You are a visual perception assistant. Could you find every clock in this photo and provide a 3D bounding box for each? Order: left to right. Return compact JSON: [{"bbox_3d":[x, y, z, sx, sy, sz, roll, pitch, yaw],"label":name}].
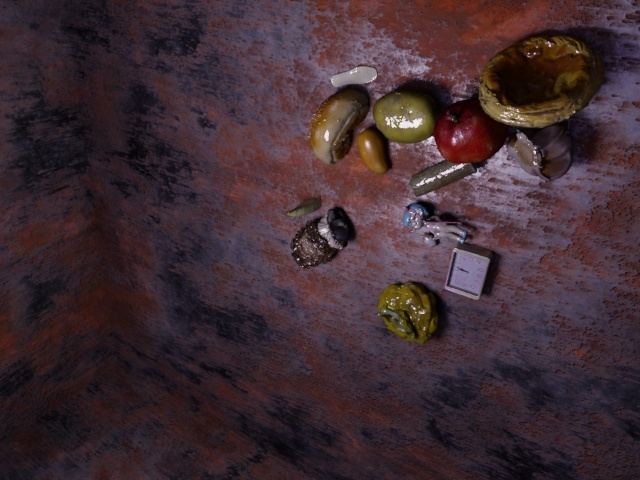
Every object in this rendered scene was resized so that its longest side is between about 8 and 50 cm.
[{"bbox_3d":[0.564,0.115,1.910,0.147,0.071,0.191,19,122,24],"label":"clock"}]

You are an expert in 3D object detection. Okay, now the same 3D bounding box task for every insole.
[{"bbox_3d":[0.125,-0.613,1.873,0.192,0.010,0.063,-2,112,32],"label":"insole"}]

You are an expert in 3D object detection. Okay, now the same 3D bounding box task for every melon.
[{"bbox_3d":[-0.076,-0.137,2.125,0.098,0.182,0.054,4,114,26],"label":"melon"}]

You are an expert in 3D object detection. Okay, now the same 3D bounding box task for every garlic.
[{"bbox_3d":[0.688,-0.319,1.544,0.207,0.207,0.256,21,118,22],"label":"garlic"}]

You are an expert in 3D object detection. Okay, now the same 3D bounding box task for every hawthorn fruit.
[{"bbox_3d":[0.463,-0.353,1.591,0.230,0.266,0.210,17,95,35],"label":"hawthorn fruit"}]

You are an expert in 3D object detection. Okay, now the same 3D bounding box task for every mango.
[{"bbox_3d":[0.203,-0.339,1.913,0.102,0.084,0.183,-12,116,32],"label":"mango"}]

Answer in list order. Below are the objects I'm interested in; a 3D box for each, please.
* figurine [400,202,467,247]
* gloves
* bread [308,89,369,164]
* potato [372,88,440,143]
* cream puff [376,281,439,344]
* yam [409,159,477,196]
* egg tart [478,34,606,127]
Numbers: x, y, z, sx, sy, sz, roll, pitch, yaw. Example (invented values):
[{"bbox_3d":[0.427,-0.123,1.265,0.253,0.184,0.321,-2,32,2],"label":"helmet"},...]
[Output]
[{"bbox_3d":[0.433,-0.053,1.909,0.260,0.102,0.205,22,158,20],"label":"figurine"},{"bbox_3d":[-0.002,0.005,2.172,0.313,0.135,0.210,-28,96,38],"label":"gloves"},{"bbox_3d":[0.040,-0.423,1.902,0.171,0.192,0.314,35,127,12],"label":"bread"},{"bbox_3d":[0.304,-0.437,1.758,0.229,0.148,0.197,-14,118,38],"label":"potato"},{"bbox_3d":[0.354,0.309,2.067,0.282,0.185,0.281,11,114,26],"label":"cream puff"},{"bbox_3d":[0.440,-0.240,1.805,0.259,0.093,0.093,-24,98,37],"label":"yam"},{"bbox_3d":[0.642,-0.449,1.473,0.352,0.351,0.150,11,155,28],"label":"egg tart"}]
